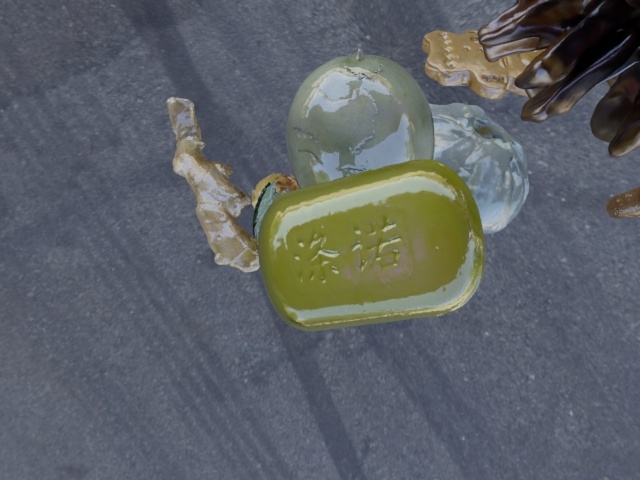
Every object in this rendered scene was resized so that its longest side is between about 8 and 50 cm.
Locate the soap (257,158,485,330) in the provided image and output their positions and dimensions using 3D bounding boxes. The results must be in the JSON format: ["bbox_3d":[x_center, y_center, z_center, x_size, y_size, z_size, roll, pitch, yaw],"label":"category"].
[{"bbox_3d":[0.023,0.005,0.350,0.140,0.045,0.089,-12,90,26],"label":"soap"}]

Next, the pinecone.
[{"bbox_3d":[0.205,-0.148,0.377,0.201,0.229,0.202,-17,149,-20],"label":"pinecone"}]

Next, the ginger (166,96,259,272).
[{"bbox_3d":[-0.154,-0.083,0.860,0.089,0.075,0.288,-19,69,-14],"label":"ginger"}]

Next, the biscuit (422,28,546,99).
[{"bbox_3d":[0.209,-0.209,0.714,0.184,0.133,0.027,15,135,4],"label":"biscuit"}]

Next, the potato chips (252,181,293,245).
[{"bbox_3d":[-0.027,0.012,0.877,0.142,0.026,0.209,-38,107,6],"label":"potato chips"}]

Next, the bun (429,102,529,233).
[{"bbox_3d":[0.308,-0.170,1.330,0.354,0.354,0.194,36,135,-5],"label":"bun"}]

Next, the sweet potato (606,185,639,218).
[{"bbox_3d":[0.631,-0.077,1.076,0.059,0.281,0.067,23,83,-13],"label":"sweet potato"}]

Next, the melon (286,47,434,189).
[{"bbox_3d":[0.074,-0.185,1.095,0.269,0.268,0.330,-4,131,8],"label":"melon"}]

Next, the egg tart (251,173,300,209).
[{"bbox_3d":[0.000,0.000,1.551,0.443,0.443,0.178,33,115,-4],"label":"egg tart"}]

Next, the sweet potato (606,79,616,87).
[{"bbox_3d":[0.357,-0.296,0.755,0.131,0.131,0.336,-29,63,14],"label":"sweet potato"}]
